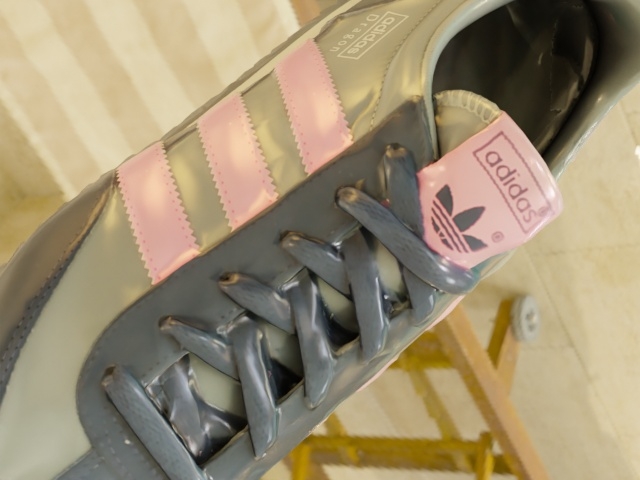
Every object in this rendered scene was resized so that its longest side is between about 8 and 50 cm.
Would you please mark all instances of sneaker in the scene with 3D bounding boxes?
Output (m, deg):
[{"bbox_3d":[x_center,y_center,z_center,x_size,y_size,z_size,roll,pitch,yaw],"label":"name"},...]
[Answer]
[{"bbox_3d":[0.000,0.000,0.351,0.131,0.319,0.112,-1,132,51],"label":"sneaker"}]
